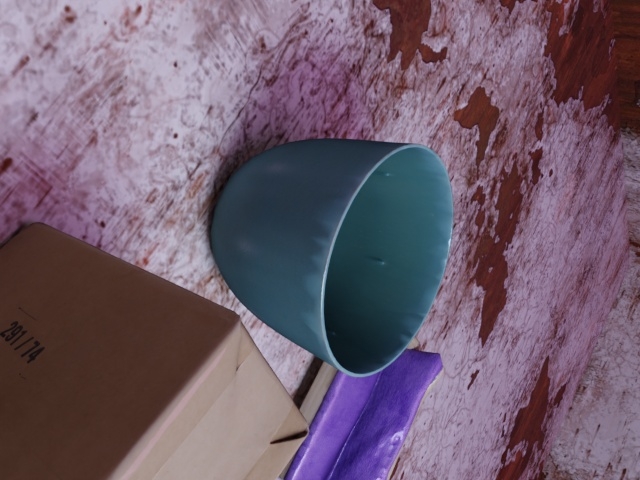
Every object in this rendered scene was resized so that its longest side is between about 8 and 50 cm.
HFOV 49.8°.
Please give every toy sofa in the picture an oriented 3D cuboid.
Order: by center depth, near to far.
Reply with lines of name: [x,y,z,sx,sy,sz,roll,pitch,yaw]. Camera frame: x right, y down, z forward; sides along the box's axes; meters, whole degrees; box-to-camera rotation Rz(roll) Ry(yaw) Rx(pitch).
toy sofa: [0.052,0.301,1.162,0.362,0.177,0.150,-62,144,-13]

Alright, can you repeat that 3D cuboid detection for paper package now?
paper package: [-0.230,0.170,0.591,0.309,0.325,0.168,-51,139,-26]

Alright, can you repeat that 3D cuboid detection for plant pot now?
plant pot: [0.000,0.000,0.905,0.293,0.235,0.293,-27,125,-46]

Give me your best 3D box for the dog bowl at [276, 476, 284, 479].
dog bowl: [-0.127,0.454,0.896,0.349,0.102,0.349,24,51,-34]
